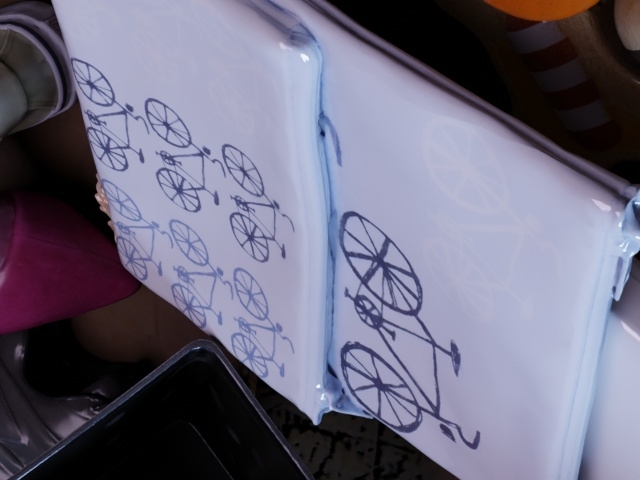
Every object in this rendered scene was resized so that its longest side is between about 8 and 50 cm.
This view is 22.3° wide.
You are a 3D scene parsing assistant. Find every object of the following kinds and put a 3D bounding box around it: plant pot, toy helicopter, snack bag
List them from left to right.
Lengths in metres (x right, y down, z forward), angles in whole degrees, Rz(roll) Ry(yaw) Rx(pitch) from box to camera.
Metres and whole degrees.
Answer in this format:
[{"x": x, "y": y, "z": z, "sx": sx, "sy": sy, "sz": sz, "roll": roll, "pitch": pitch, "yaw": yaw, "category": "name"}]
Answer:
[{"x": -0.095, "y": 0.190, "z": 1.001, "sx": 0.188, "sy": 0.187, "sz": 0.167, "roll": 53, "pitch": 170, "yaw": 0, "category": "plant pot"}, {"x": 0.000, "y": 0.000, "z": 0.803, "sx": 0.342, "sy": 0.037, "sz": 0.323, "roll": 35, "pitch": 152, "yaw": 24, "category": "snack bag"}, {"x": 0.144, "y": -0.058, "z": 0.777, "sx": 0.235, "sy": 0.140, "sz": 0.355, "roll": 35, "pitch": 144, "yaw": 5, "category": "toy helicopter"}]

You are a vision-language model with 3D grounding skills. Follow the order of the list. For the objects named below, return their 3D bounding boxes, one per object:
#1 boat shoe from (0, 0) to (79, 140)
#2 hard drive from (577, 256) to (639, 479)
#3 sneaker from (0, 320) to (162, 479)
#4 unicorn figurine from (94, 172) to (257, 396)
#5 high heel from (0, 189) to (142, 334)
[{"x": -0.282, "y": -0.092, "z": 1.096, "sx": 0.302, "sy": 0.094, "sz": 0.109, "roll": -14, "pitch": 106, "yaw": 43, "category": "boat shoe"}, {"x": 0.118, "y": 0.058, "z": 0.801, "sx": 0.307, "sy": 0.040, "sz": 0.203, "roll": 41, "pitch": 157, "yaw": 12, "category": "hard drive"}, {"x": -0.134, "y": 0.161, "z": 1.129, "sx": 0.286, "sy": 0.109, "sz": 0.130, "roll": 33, "pitch": 116, "yaw": 11, "category": "sneaker"}, {"x": -0.073, "y": 0.017, "z": 1.026, "sx": 0.162, "sy": 0.060, "sz": 0.111, "roll": 38, "pitch": 145, "yaw": 34, "category": "unicorn figurine"}, {"x": -0.278, "y": 0.038, "z": 1.185, "sx": 0.181, "sy": 0.127, "sz": 0.377, "roll": 19, "pitch": 166, "yaw": -25, "category": "high heel"}]
